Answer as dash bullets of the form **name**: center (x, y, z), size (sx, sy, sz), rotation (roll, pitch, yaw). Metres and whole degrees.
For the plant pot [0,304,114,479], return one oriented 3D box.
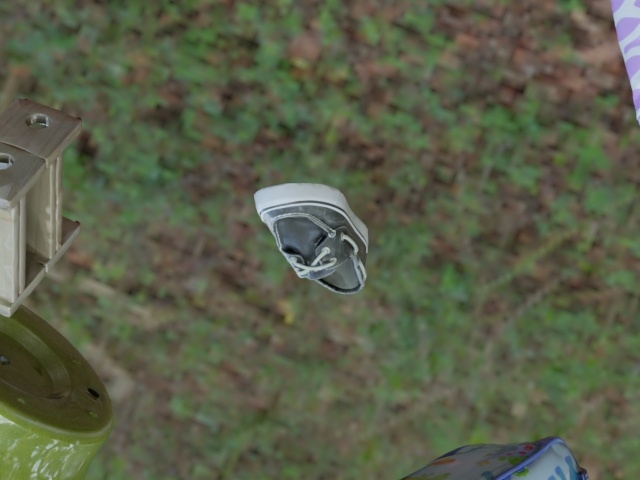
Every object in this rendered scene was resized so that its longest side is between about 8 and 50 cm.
- **plant pot**: center (-0.384, 0.229, 1.783), size (0.366, 0.353, 0.366), rotation (35, -165, -10)

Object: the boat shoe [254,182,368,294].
- **boat shoe**: center (0.000, 0.000, 1.875), size (0.077, 0.070, 0.219), rotation (-12, 160, 19)

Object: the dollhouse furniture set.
- **dollhouse furniture set**: center (-0.312, -0.050, 1.633), size (0.183, 0.129, 0.129), rotation (20, 132, 14)

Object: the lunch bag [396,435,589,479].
- **lunch bag**: center (0.088, 0.223, 1.133), size (0.090, 0.176, 0.219), rotation (-7, -171, 42)

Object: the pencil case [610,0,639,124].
- **pencil case**: center (0.244, -0.176, 1.325), size (0.086, 0.206, 0.088), rotation (-11, 164, 23)
